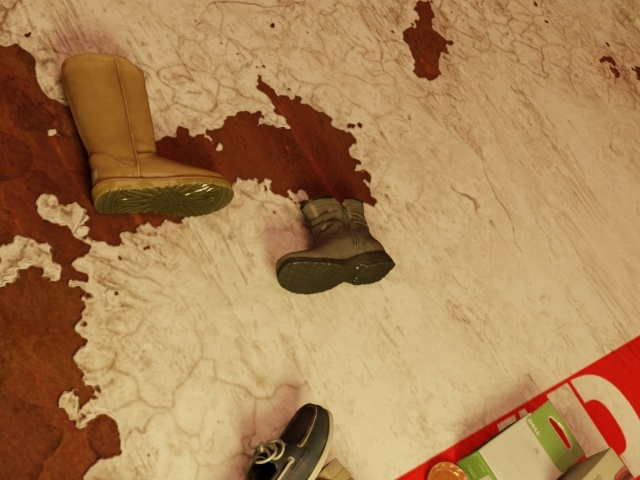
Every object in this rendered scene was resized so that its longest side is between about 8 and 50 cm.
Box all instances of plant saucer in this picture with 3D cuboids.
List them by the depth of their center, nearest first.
[{"bbox_3d":[0.197,0.382,1.309,0.084,0.013,0.083,17,51,-23],"label":"plant saucer"}]

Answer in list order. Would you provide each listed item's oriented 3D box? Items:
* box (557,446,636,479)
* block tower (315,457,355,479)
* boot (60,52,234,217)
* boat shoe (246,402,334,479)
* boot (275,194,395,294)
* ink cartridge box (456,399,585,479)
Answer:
[{"bbox_3d":[0.453,0.471,1.335,0.149,0.127,0.232,-26,75,-42],"label":"box"},{"bbox_3d":[0.086,0.455,1.127,0.335,0.091,0.097,49,45,7],"label":"block tower"},{"bbox_3d":[-0.272,-0.173,1.352,0.236,0.089,0.269,2,56,-33],"label":"boot"},{"bbox_3d":[-0.064,0.310,1.135,0.079,0.095,0.254,44,53,-15],"label":"boat shoe"},{"bbox_3d":[0.000,0.000,1.426,0.247,0.083,0.161,-2,53,-41],"label":"boot"},{"bbox_3d":[0.327,0.353,1.382,0.209,0.062,0.109,-20,71,-42],"label":"ink cartridge box"}]
